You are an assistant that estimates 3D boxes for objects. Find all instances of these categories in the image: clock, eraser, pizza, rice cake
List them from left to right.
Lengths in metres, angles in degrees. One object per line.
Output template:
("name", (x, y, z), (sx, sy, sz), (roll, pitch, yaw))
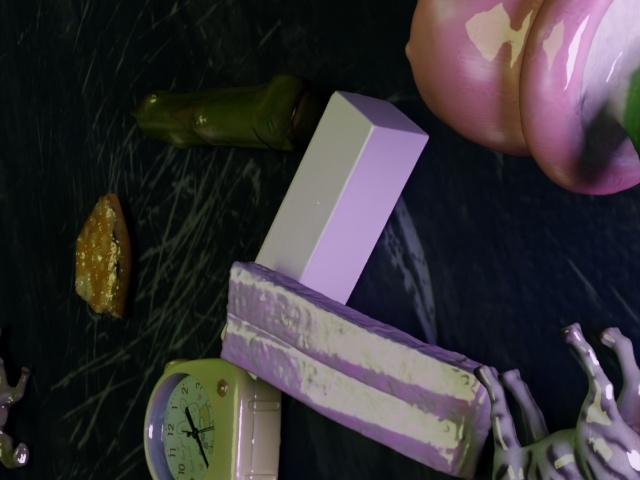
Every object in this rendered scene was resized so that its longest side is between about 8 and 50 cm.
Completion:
("pizza", (-0.270, 0.024, 1.728), (0.099, 0.035, 0.160), (-16, 72, 47))
("clock", (-0.135, 0.212, 1.521), (0.232, 0.069, 0.170), (-1, 85, 51))
("eraser", (0.000, 0.001, 1.380), (0.078, 0.076, 0.298), (47, 120, 42))
("rice cake", (0.032, 0.119, 1.288), (0.298, 0.050, 0.106), (23, 104, 28))

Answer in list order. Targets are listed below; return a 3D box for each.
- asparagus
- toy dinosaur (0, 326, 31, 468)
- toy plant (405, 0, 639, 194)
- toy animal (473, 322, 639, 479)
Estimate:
("asparagus", (-0.102, -0.136, 1.515), (0.343, 0.085, 0.082), (3, 94, 54))
("toy dinosaur", (-0.466, 0.263, 1.905), (0.162, 0.077, 0.294), (6, 76, 54))
("toy plant", (0.227, -0.106, 1.003), (0.356, 0.211, 0.317), (29, 67, 36))
("toy animal", (0.184, 0.174, 1.142), (0.255, 0.089, 0.170), (-53, 54, 35))
